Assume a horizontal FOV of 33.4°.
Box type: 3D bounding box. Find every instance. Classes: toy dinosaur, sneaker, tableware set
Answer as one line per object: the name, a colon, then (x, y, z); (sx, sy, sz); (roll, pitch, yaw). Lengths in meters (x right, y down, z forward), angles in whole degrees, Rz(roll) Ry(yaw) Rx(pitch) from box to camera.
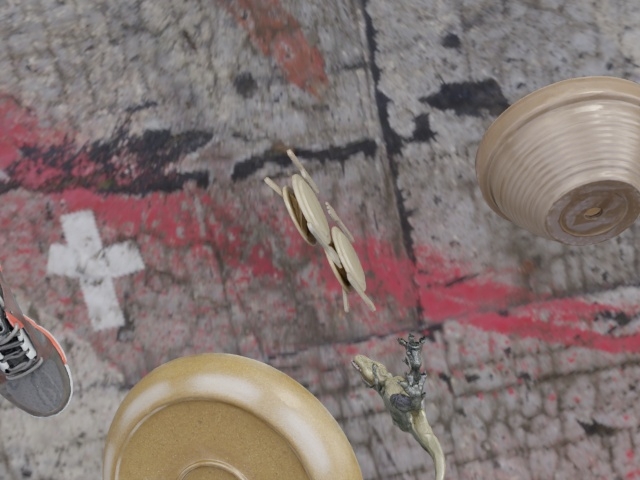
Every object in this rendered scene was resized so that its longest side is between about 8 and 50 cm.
toy dinosaur: (0.105, 0.189, 1.268); (0.064, 0.268, 0.118); (-5, 119, -15)
sneaker: (-0.234, 0.072, 0.774); (0.061, 0.065, 0.158); (-33, 110, -8)
tableware set: (0.000, 0.000, 1.240); (0.039, 0.128, 0.194); (-25, 138, 11)

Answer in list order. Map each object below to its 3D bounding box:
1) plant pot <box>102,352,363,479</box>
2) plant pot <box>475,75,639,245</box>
plant pot: (-0.079, 0.208, 0.854); (0.236, 0.032, 0.236); (4, 102, 21)
plant pot: (0.311, -0.072, 1.267); (0.237, 0.110, 0.237); (-6, 139, -5)
